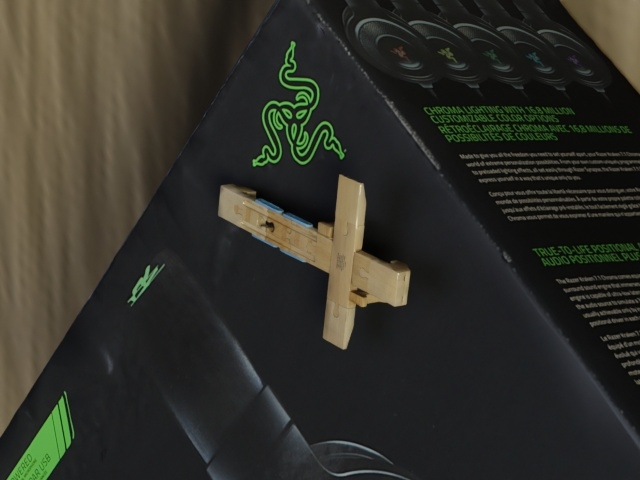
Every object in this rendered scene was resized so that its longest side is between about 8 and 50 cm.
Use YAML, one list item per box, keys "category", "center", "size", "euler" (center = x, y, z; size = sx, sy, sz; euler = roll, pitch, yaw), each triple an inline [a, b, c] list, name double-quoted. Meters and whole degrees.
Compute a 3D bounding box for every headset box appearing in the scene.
- category: "headset box"
  center: [0.038, 0.088, 0.608]
  size: [0.246, 0.131, 0.283]
  euler: [-54, 56, 32]

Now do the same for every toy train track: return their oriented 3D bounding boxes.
- category: "toy train track"
  center: [0.000, 0.000, 0.541]
  size: [0.083, 0.014, 0.048]
  euler: [26, 117, 47]
